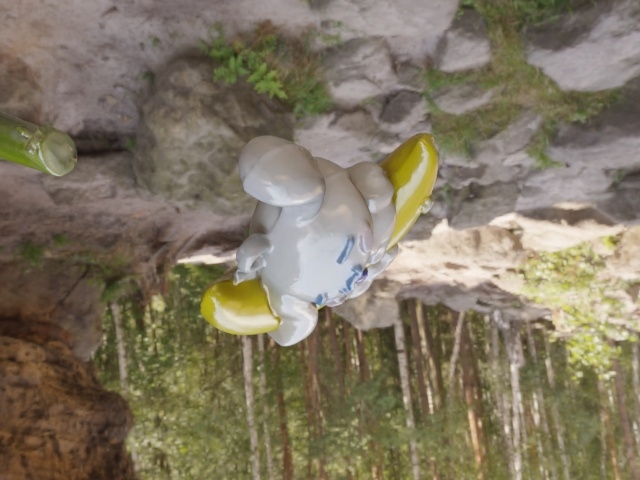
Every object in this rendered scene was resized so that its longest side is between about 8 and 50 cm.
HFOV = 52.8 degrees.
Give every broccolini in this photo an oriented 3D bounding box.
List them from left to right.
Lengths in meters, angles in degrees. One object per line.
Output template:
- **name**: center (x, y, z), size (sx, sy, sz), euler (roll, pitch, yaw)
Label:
- **broccolini**: center (-0.352, -0.147, 0.453), size (0.392, 0.078, 0.074), euler (20, 157, 4)

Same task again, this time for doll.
- **doll**: center (0.000, 0.000, 0.548), size (0.237, 0.111, 0.252), euler (-18, 151, -39)
